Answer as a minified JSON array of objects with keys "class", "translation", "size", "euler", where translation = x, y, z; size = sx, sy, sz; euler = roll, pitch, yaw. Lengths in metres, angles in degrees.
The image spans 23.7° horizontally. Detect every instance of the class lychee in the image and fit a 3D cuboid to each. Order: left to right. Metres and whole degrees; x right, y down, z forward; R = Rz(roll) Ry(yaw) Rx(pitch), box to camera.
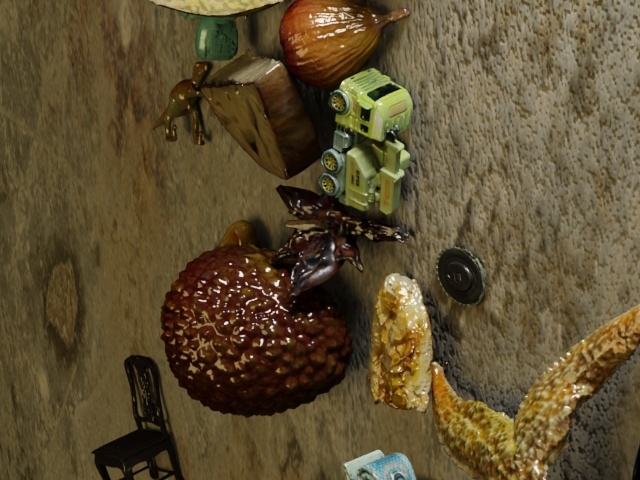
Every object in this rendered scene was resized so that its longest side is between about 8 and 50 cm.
[{"class":"lychee","translation":[-0.087,0.123,2.018],"size":[0.271,0.236,0.236],"euler":[17,123,21]}]

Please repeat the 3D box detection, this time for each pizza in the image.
[{"class":"pizza","translation":[0.098,0.154,1.880],"size":[0.161,0.062,0.182],"euler":[-116,29,-46]}]

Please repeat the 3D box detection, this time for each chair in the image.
[{"class":"chair","translation":[-0.313,0.316,2.522],"size":[0.106,0.113,0.229],"euler":[0,109,52]}]

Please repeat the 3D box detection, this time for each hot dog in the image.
[{"class":"hot dog","translation":[-0.132,0.042,2.190],"size":[0.066,0.047,0.215],"euler":[68,149,30]}]

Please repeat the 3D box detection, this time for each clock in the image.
[{"class":"clock","translation":[0.165,0.042,1.808],"size":[0.083,0.010,0.074],"euler":[12,116,51]}]

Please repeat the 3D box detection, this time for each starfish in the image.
[{"class":"starfish","translation":[0.227,0.272,1.708],"size":[0.384,0.132,0.398],"euler":[-5,89,61]}]

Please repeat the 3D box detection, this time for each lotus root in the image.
[{"class":"lotus root","translation":[-0.070,-0.159,1.926],"size":[0.170,0.074,0.261],"euler":[60,167,-22]}]

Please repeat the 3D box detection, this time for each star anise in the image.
[{"class":"star anise","translation":[0.002,0.002,1.923],"size":[0.157,0.053,0.212],"euler":[-51,53,0]}]

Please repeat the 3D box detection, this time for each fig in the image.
[{"class":"fig","translation":[0.017,-0.251,1.794],"size":[0.153,0.119,0.119],"euler":[-48,65,32]}]

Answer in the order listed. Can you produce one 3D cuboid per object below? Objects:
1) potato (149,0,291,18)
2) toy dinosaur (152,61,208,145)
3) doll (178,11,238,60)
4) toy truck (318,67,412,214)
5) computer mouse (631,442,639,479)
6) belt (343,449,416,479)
[{"class":"potato","translation":[-0.102,-0.387,1.850],"size":[0.299,0.116,0.239],"euler":[0,96,23]},{"class":"toy dinosaur","translation":[-0.204,-0.204,2.188],"size":[0.162,0.039,0.126],"euler":[25,115,53]},{"class":"doll","translation":[-0.136,-0.335,1.993],"size":[0.158,0.059,0.159],"euler":[118,144,-44]},{"class":"toy truck","translation":[0.064,-0.110,1.820],"size":[0.100,0.077,0.169],"euler":[31,129,31]},{"class":"computer mouse","translation":[0.377,0.237,1.531],"size":[0.137,0.096,0.233],"euler":[39,136,39]},{"class":"belt","translation":[0.114,0.378,1.717],"size":[0.302,0.072,0.087],"euler":[63,143,15]}]
